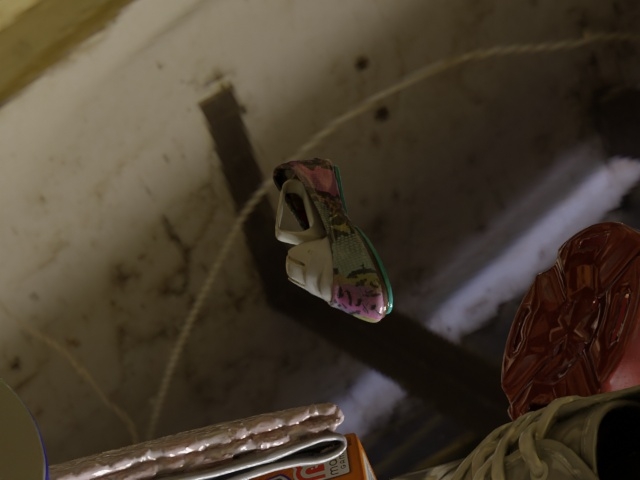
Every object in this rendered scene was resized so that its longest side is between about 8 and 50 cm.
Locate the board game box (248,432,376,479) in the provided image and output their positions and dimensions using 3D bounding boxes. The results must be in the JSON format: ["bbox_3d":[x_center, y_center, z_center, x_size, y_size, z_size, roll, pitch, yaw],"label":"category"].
[{"bbox_3d":[-0.059,0.483,1.524,0.356,0.356,0.356,-18,-147,6],"label":"board game box"}]

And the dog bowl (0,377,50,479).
[{"bbox_3d":[-0.308,0.190,0.987,0.265,0.104,0.264,4,-137,-3],"label":"dog bowl"}]

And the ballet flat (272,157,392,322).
[{"bbox_3d":[0.000,0.000,1.382,0.079,0.076,0.221,-3,-141,-15],"label":"ballet flat"}]

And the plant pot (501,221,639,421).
[{"bbox_3d":[0.325,0.125,1.346,0.272,0.265,0.272,-52,-157,33],"label":"plant pot"}]

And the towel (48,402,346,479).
[{"bbox_3d":[-0.180,0.215,1.357,0.332,0.053,0.317,-10,174,-27],"label":"towel"}]

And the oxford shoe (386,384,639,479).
[{"bbox_3d":[0.153,0.163,0.974,0.449,0.130,0.169,-16,-150,49],"label":"oxford shoe"}]
